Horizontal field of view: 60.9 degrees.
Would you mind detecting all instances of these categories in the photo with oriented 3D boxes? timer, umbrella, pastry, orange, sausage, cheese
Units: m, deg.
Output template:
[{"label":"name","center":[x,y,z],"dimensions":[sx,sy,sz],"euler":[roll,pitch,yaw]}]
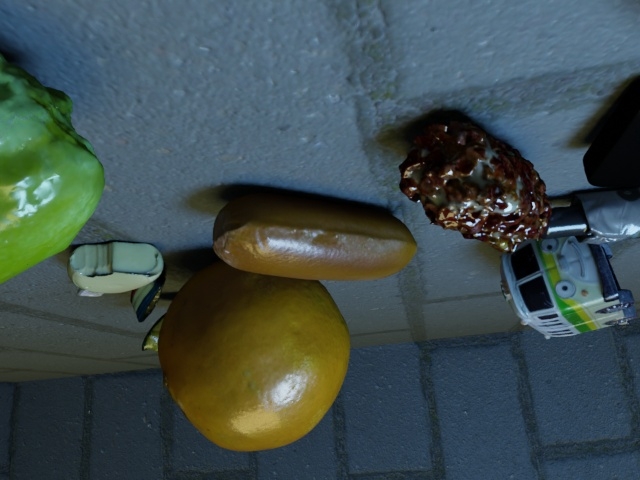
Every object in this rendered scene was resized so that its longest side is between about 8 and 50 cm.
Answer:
[{"label":"timer","center":[0.364,-0.105,0.513],"dimensions":[0.187,0.055,0.144],"euler":[-1,154,3]},{"label":"umbrella","center":[0.458,-0.039,0.720],"dimensions":[0.337,0.073,0.067],"euler":[-5,144,4]},{"label":"pastry","center":[0.167,-0.050,0.554],"dimensions":[0.097,0.115,0.208],"euler":[-32,148,33]},{"label":"orange","center":[-0.104,0.173,0.869],"dimensions":[0.312,0.312,0.312],"euler":[-4,163,-1]},{"label":"sausage","center":[-0.001,0.000,0.676],"dimensions":[0.274,0.105,0.105],"euler":[7,159,-33]},{"label":"cheese","center":[-0.340,0.059,0.851],"dimensions":[0.127,0.050,0.255],"euler":[7,159,-34]}]

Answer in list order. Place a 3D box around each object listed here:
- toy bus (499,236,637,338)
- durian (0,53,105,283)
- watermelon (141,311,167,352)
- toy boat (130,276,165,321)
[{"label":"toy bus","center":[0.416,0.076,0.928],"dimensions":[0.179,0.143,0.305],"euler":[-21,156,25]},{"label":"durian","center":[-0.299,-0.039,0.299],"dimensions":[0.255,0.204,0.339],"euler":[-26,153,22]},{"label":"watermelon","center":[-0.214,0.180,1.146],"dimensions":[0.301,0.129,0.123],"euler":[8,157,-20]},{"label":"toy boat","center":[-0.309,0.097,0.971],"dimensions":[0.046,0.080,0.229],"euler":[34,155,-6]}]
